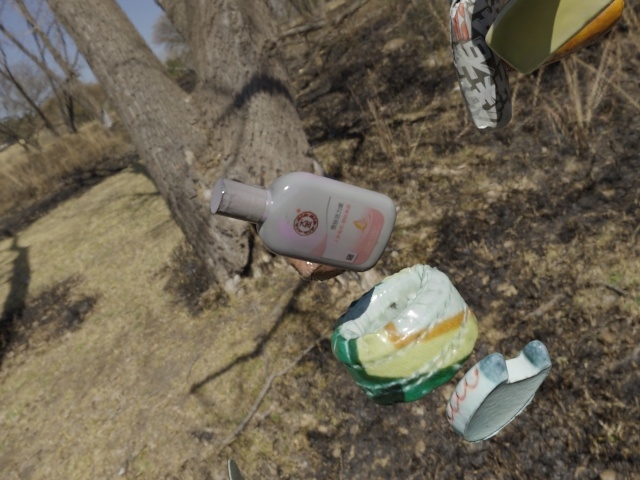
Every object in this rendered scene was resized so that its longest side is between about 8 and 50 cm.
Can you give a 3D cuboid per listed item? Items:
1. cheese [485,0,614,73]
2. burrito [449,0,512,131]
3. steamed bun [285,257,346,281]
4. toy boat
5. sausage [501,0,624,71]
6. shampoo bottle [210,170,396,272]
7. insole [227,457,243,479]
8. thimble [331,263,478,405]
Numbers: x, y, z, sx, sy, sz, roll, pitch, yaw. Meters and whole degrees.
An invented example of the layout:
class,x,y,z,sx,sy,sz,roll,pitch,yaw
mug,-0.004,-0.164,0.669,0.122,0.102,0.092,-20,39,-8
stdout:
class,x,y,z,sx,sy,sz,roll,pitch,yaw
cheese,0.416,-0.432,0.886,0.266,0.123,0.242,-51,0,-39
burrito,0.385,-0.462,1.303,0.139,0.446,0.101,-34,35,-18
steamed bun,0.000,0.000,0.966,0.175,0.145,0.106,-20,-18,-50
toy boat,0.251,0.218,0.799,0.134,0.208,0.079,-13,47,-23
sausage,0.536,-0.462,1.198,0.270,0.109,0.109,-24,19,10
shampoo bottle,-0.013,-0.020,0.476,0.165,0.080,0.040,13,20,-27
insole,-0.102,0.438,0.810,0.003,0.080,0.232,-26,58,-2
thimble,0.168,0.180,1.073,0.288,0.167,0.254,-42,15,-34
